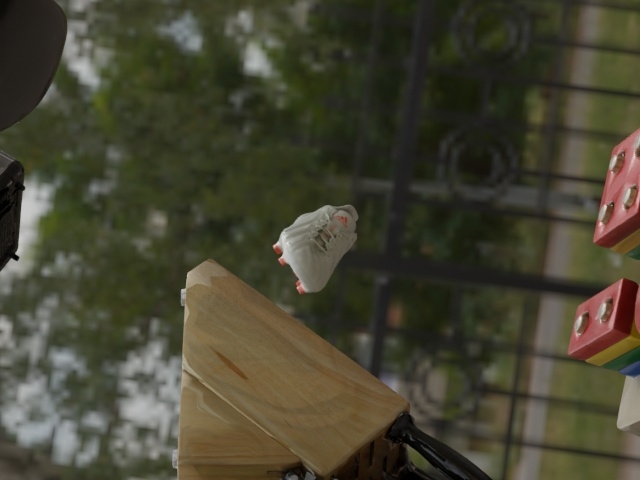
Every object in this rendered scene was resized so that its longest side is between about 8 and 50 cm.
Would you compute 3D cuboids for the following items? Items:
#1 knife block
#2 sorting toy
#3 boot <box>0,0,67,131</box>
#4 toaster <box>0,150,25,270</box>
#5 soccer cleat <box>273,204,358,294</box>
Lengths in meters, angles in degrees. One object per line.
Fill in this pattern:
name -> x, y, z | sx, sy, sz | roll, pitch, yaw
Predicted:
knife block -> 0.015, 0.141, 1.433 | 0.275, 0.242, 0.088 | -92, 3, -46
sorting toy -> 0.286, -0.003, 1.500 | 0.255, 0.089, 0.257 | 135, 153, -67
boot -> -0.273, -0.125, 1.220 | 0.305, 0.115, 0.112 | -14, -55, -61
toaster -> -0.329, 0.002, 1.601 | 0.168, 0.110, 0.185 | -56, -6, -27
soccer cleat -> 0.000, 0.000, 2.012 | 0.068, 0.076, 0.196 | 58, -170, -10
